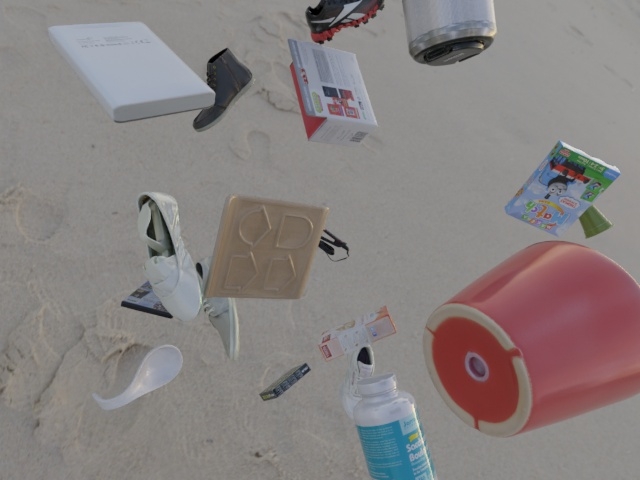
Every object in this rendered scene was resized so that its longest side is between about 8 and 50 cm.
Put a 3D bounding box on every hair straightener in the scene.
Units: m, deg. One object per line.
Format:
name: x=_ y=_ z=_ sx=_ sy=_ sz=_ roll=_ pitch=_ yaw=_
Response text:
hair straightener: x=0.000 y=0.000 z=1.560 sx=0.231 sy=0.089 sz=0.047 roll=35 pitch=2 yaw=-17

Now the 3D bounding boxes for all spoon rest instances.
spoon rest: x=-0.554 y=0.430 z=1.460 sx=0.277 sy=0.137 sz=0.084 roll=-33 pitch=34 yaw=-24

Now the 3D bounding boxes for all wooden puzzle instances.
wooden puzzle: x=-0.164 y=0.023 z=1.409 sx=0.348 sy=0.321 sz=0.080 roll=4 pitch=23 yaw=-35

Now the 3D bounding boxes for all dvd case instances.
dvd case: x=-0.583 y=0.208 z=1.714 sx=0.181 sy=0.022 sz=0.253 roll=15 pitch=13 yaw=-1

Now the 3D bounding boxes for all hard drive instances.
hard drive: x=-0.381 y=-0.349 z=0.945 sx=0.203 sy=0.040 sz=0.307 roll=-23 pitch=58 yaw=-36

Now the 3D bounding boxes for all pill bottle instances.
pill bottle: x=0.161 y=0.440 z=1.061 sx=0.146 sy=0.146 sz=0.263 roll=-11 pitch=83 yaw=-42

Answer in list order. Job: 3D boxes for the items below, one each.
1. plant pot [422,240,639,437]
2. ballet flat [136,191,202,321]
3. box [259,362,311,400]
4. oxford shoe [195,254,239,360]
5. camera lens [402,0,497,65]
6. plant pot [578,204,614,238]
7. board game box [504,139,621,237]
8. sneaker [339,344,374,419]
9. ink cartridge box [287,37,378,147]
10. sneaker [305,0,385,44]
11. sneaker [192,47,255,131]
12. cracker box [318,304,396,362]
plant pot: x=0.310 y=0.155 z=0.715 sx=0.243 sy=0.275 sz=0.274 roll=-14 pitch=66 yaw=-30
ballet flat: x=-0.435 y=0.035 z=1.289 sx=0.139 sy=0.139 sz=0.399 roll=0 pitch=60 yaw=-38
box: x=-0.150 y=0.595 z=1.977 sx=0.191 sy=0.184 sz=0.045 roll=-32 pitch=86 yaw=-33
oxford shoe: x=-0.378 y=0.241 z=1.735 sx=0.130 sy=0.169 sz=0.449 roll=-7 pitch=53 yaw=-20
camera lens: x=0.322 y=-0.604 z=1.198 sx=0.220 sy=0.220 sz=0.273 roll=-13 pitch=96 yaw=-43
plant pot: x=0.791 y=-0.060 z=1.371 sx=0.083 sy=0.083 sz=0.079 roll=-21 pitch=79 yaw=-45
board game box: x=0.585 y=-0.120 z=1.154 sx=0.160 sy=0.211 sz=0.039 roll=23 pitch=38 yaw=-7
sneaker: x=0.143 y=0.537 z=1.824 sx=0.114 sy=0.152 sz=0.304 roll=8 pitch=74 yaw=-7
ink cartridge box: x=0.011 y=-0.482 z=1.549 sx=0.272 sy=0.130 sz=0.309 roll=1 pitch=66 yaw=-32
sneaker: x=0.072 y=-0.737 z=1.487 sx=0.135 sy=0.276 sz=0.097 roll=49 pitch=32 yaw=-44
sneaker: x=-0.291 y=-0.404 z=1.267 sx=0.118 sy=0.222 sz=0.083 roll=44 pitch=-6 yaw=-39
cracker box: x=0.114 y=0.286 z=1.464 sx=0.156 sy=0.233 sz=0.067 roll=-22 pitch=87 yaw=-85
